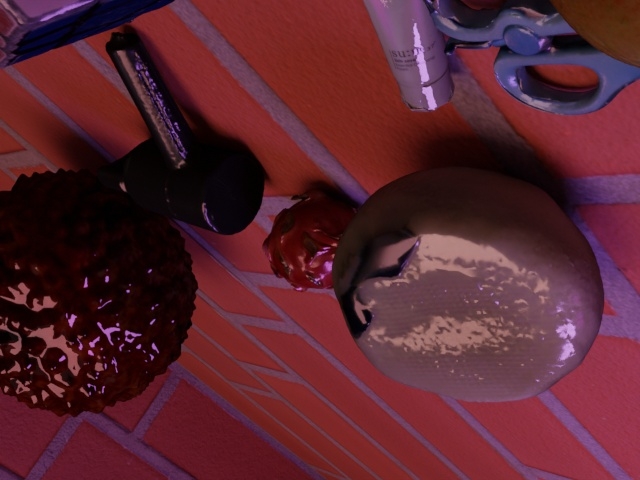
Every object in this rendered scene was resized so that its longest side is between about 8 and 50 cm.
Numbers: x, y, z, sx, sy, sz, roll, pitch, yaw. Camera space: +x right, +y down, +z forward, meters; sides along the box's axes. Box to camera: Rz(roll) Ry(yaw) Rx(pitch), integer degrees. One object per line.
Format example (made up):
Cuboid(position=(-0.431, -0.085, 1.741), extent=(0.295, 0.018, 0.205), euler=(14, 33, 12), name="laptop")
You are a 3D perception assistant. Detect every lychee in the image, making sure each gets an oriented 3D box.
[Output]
Cuboid(position=(-0.417, 0.103, 1.527), extent=(0.425, 0.424, 0.500), euler=(18, 146, 34), name="lychee")

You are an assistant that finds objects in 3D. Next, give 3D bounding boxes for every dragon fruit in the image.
Cuboid(position=(0.000, 0.000, 1.126), extent=(0.136, 0.133, 0.166), euler=(-5, -178, -32), name="dragon fruit")

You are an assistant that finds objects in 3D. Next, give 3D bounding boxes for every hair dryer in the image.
Cuboid(position=(-0.231, -0.155, 1.165), extent=(0.244, 0.116, 0.302), euler=(16, 142, 37), name="hair dryer")

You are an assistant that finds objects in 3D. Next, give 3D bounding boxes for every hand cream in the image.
Cuboid(position=(0.066, -0.191, 0.705), extent=(0.078, 0.050, 0.205), euler=(-1, 143, 23), name="hand cream")

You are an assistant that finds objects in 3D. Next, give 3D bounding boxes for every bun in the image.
Cuboid(position=(0.157, 0.030, 0.907), extent=(0.283, 0.179, 0.283), euler=(13, 134, 14), name="bun")

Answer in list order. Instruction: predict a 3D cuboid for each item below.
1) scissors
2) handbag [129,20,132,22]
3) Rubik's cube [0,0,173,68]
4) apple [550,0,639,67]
Cuboid(position=(0.239, -0.147, 0.573), extent=(0.393, 0.032, 0.180), euler=(8, 155, 47), name="scissors")
Cuboid(position=(-0.280, -0.304, 0.843), extent=(0.208, 0.126, 0.229), euler=(9, 157, 45), name="handbag")
Cuboid(position=(-0.192, -0.275, 0.581), extent=(0.319, 0.319, 0.264), euler=(-6, 111, 59), name="Rubik's cube")
Cuboid(position=(0.182, -0.172, 0.405), extent=(0.207, 0.174, 0.188), euler=(47, 140, 2), name="apple")
